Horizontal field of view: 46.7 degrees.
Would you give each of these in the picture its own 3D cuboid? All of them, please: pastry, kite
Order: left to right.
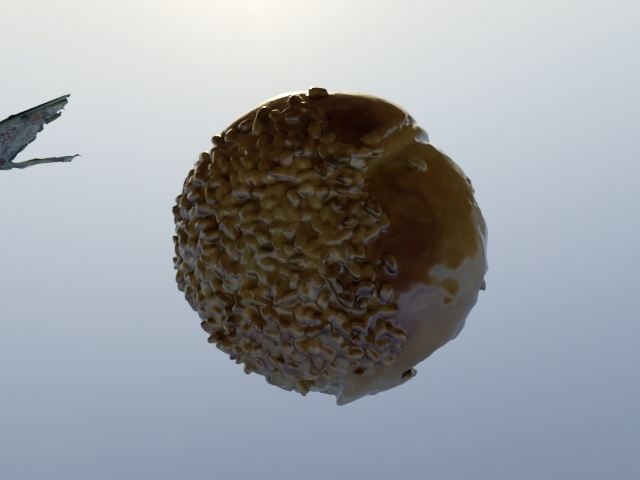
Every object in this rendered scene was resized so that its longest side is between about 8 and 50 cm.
[{"bbox_3d":[-0.509,-0.106,1.113,0.406,0.014,0.368,-34,174,30],"label":"kite"},{"bbox_3d":[0.000,0.000,0.925,0.410,0.409,0.245,8,176,23],"label":"pastry"}]
